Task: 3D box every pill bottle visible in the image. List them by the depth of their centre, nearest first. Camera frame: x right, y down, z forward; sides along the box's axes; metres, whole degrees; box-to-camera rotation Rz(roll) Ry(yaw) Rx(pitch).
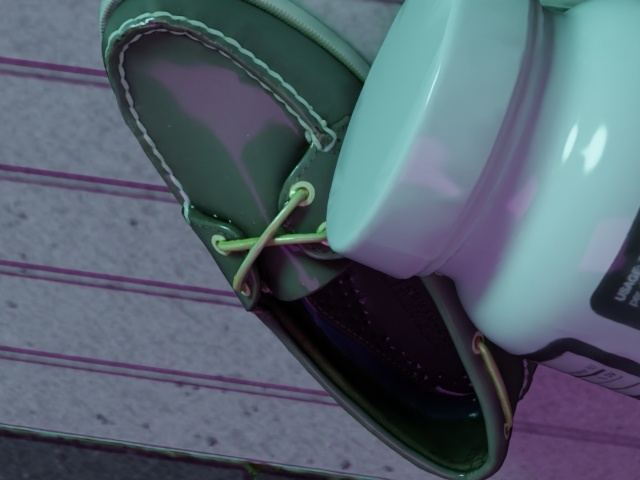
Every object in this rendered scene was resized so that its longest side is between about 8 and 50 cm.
[{"bbox_3d":[0.154,-0.009,0.616,0.278,0.162,0.162,21,129,-11],"label":"pill bottle"}]

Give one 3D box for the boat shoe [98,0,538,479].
[{"bbox_3d":[0.004,-0.002,0.695,0.109,0.091,0.305,-27,121,27],"label":"boat shoe"}]
